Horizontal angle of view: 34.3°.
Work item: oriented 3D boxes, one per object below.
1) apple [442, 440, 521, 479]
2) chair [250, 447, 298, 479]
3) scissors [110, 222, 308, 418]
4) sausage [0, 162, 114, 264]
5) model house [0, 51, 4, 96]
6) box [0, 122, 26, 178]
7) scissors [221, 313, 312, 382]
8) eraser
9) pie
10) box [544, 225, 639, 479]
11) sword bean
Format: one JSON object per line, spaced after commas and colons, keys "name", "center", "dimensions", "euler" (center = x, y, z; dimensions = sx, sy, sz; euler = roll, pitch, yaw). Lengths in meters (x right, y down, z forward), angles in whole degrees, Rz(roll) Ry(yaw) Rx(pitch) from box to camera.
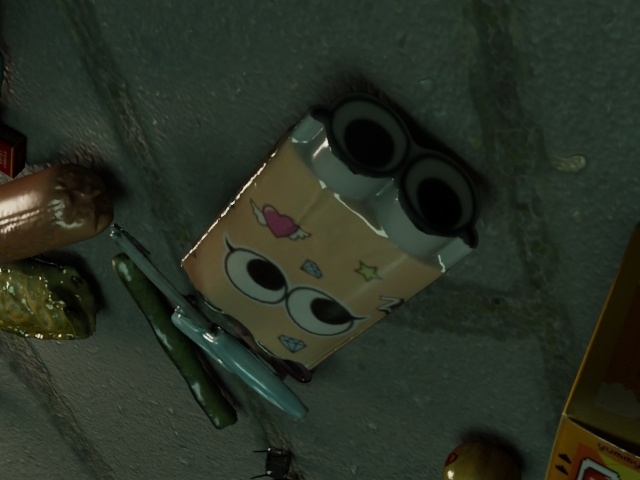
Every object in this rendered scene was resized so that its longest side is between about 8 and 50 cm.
{"name": "apple", "center": [0.164, 0.248, 1.066], "dimensions": [0.084, 0.071, 0.084], "euler": [20, 142, 17]}
{"name": "chair", "center": [-0.052, 0.282, 1.295], "dimensions": [0.037, 0.042, 0.086], "euler": [8, 170, 32]}
{"name": "scissors", "center": [-0.121, 0.072, 1.019], "dimensions": [0.191, 0.029, 0.360], "euler": [33, 164, 31]}
{"name": "sausage", "center": [-0.329, -0.022, 1.128], "dimensions": [0.289, 0.086, 0.086], "euler": [-12, 123, 44]}
{"name": "model house", "center": [-0.447, -0.164, 0.963], "dimensions": [0.237, 0.215, 0.303], "euler": [29, 164, 4]}
{"name": "box", "center": [-0.355, -0.107, 1.107], "dimensions": [0.082, 0.023, 0.051], "euler": [30, 140, 5]}
{"name": "scissors", "center": [-0.079, 0.096, 1.122], "dimensions": [0.085, 0.022, 0.176], "euler": [-5, 130, 48]}
{"name": "eraser", "center": [0.000, 0.000, 0.912], "dimensions": [0.171, 0.087, 0.290], "euler": [38, 142, -7]}
{"name": "pie", "center": [-0.393, 0.063, 1.282], "dimensions": [0.282, 0.068, 0.128], "euler": [7, 134, 36]}
{"name": "box", "center": [0.310, 0.186, 0.785], "dimensions": [0.260, 0.214, 0.283], "euler": [18, 139, 18]}
{"name": "sword bean", "center": [-0.168, 0.117, 1.198], "dimensions": [0.043, 0.038, 0.269], "euler": [4, 132, 41]}
